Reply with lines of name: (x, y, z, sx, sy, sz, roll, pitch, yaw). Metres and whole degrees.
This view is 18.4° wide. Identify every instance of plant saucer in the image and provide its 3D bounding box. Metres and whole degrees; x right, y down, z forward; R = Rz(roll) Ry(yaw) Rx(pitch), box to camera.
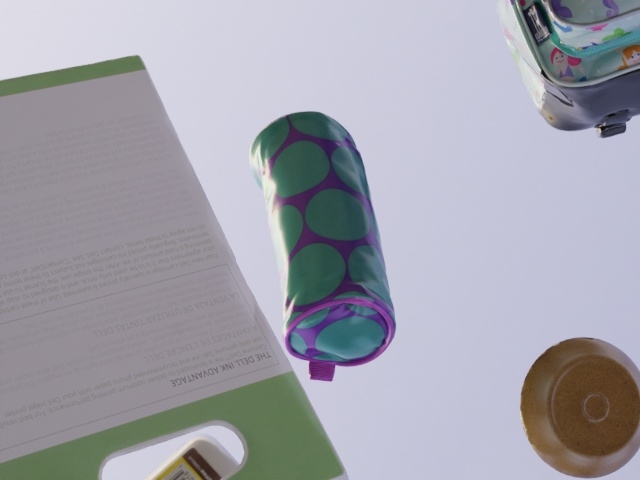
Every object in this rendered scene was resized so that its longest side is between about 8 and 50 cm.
plant saucer: (0.158, 0.098, 1.158, 0.083, 0.083, 0.015, -49, -173, -15)

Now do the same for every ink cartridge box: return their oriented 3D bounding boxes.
ink cartridge box: (-0.111, 0.036, 0.896, 0.171, 0.235, 0.056, -15, 162, -38)

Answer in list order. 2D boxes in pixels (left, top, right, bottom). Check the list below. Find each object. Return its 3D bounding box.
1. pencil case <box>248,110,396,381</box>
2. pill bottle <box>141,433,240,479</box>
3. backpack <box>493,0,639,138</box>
pencil case: (0.000, 0.000, 1.126, 0.070, 0.064, 0.152, -56, -148, 40)
pill bottle: (-0.124, 0.243, 1.375, 0.215, 0.117, 0.117, -41, -142, -7)
backpack: (0.247, -0.244, 1.651, 0.225, 0.191, 0.253, -17, -117, -3)
